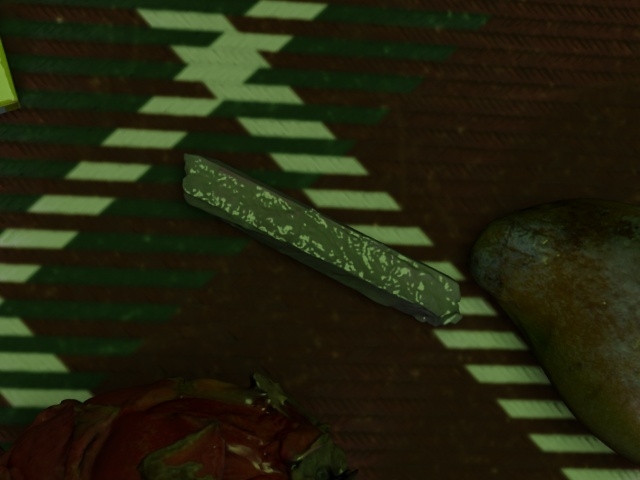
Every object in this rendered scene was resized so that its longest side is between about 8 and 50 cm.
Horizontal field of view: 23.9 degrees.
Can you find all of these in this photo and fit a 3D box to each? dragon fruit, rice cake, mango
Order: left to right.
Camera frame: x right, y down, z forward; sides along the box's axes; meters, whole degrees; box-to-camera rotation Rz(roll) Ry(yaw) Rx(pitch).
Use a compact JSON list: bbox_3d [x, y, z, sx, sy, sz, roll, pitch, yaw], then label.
[{"bbox_3d":[-0.128,0.238,1.125,0.342,0.277,0.277,-7,88,10],"label":"dragon fruit"},{"bbox_3d":[0.000,0.001,1.274,0.270,0.055,0.049,26,72,-6],"label":"rice cake"},{"bbox_3d":[0.271,0.076,1.274,0.316,0.146,0.193,37,81,9],"label":"mango"}]

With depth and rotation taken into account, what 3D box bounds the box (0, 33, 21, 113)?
[{"bbox_3d":[-0.430,-0.153,1.217,0.335,0.047,0.187,-16,90,-10],"label":"box"}]
